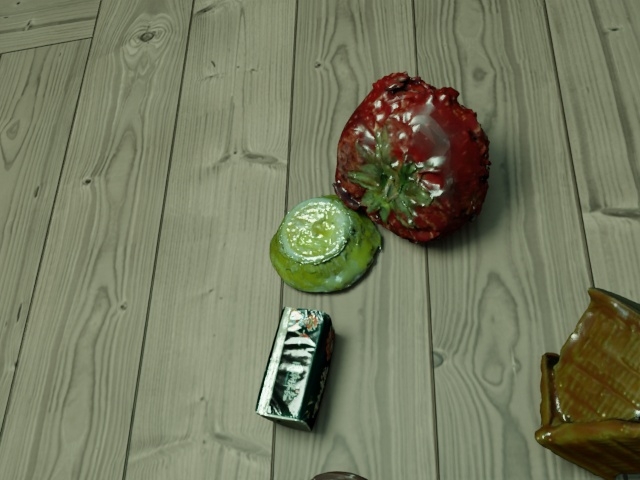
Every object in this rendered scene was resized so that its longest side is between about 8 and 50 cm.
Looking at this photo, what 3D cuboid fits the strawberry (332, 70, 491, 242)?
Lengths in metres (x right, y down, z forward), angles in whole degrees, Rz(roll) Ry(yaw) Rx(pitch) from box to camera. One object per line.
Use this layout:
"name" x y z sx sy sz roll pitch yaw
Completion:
"strawberry" 0.159 -0.144 1.089 0.274 0.274 0.220 28 37 26

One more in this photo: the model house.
"model house" 0.418 0.212 0.868 0.229 0.200 0.219 -58 20 11

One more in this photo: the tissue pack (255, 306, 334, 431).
"tissue pack" -0.034 0.199 1.024 0.091 0.103 0.170 9 67 15

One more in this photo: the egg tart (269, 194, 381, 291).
"egg tart" 0.000 0.000 1.131 0.197 0.078 0.197 -7 64 14

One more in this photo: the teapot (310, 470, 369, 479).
"teapot" 0.042 0.442 0.804 0.315 0.233 0.312 10 42 19
